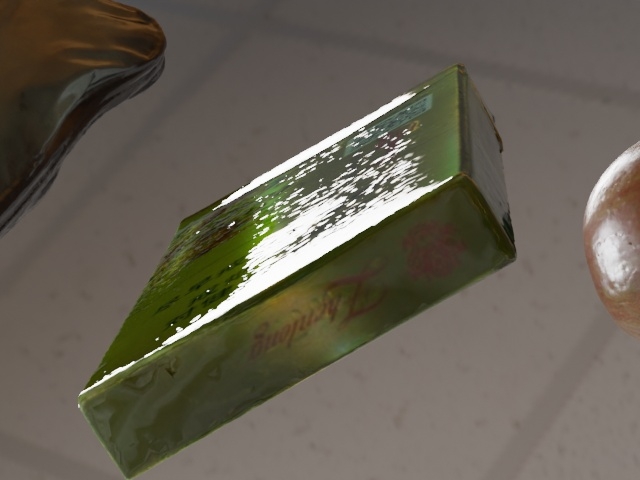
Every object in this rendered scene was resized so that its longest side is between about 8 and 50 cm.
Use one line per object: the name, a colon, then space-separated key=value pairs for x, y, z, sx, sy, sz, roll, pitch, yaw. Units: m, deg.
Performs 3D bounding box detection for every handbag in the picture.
handbag: x=-0.249 y=-0.097 z=1.358 sx=0.192 sy=0.075 sz=0.332 roll=25 pitch=-133 yaw=13

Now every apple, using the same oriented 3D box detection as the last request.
apple: x=0.341 y=-0.002 z=1.762 sx=0.188 sy=0.211 sz=0.211 roll=-18 pitch=-148 yaw=46

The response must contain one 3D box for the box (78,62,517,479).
box: x=0.000 y=0.000 z=0.873 sx=0.173 sy=0.043 sz=0.311 roll=-30 pitch=-171 yaw=9
